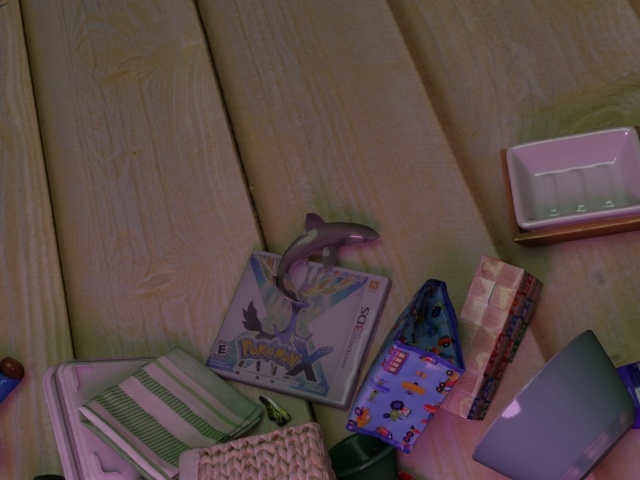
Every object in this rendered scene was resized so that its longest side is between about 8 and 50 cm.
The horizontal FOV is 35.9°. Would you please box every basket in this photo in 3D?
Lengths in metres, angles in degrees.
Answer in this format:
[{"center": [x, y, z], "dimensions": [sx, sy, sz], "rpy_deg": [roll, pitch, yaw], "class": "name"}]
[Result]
[{"center": [-0.076, 0.541, 1.687], "dimensions": [0.267, 0.328, 0.331], "rpy_deg": [-16, 30, 1], "class": "basket"}]

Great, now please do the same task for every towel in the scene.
[{"center": [-0.289, 0.337, 1.935], "dimensions": [0.248, 0.038, 0.325], "rpy_deg": [35, 31, 16], "class": "towel"}]

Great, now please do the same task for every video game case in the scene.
[{"center": [-0.048, 0.181, 2.099], "dimensions": [0.329, 0.036, 0.299], "rpy_deg": [11, 65, 22], "class": "video game case"}]

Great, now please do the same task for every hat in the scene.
[{"center": [0.117, 0.474, 1.878], "dimensions": [0.173, 0.208, 0.183], "rpy_deg": [-31, 99, -26], "class": "hat"}]

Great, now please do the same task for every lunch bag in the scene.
[{"center": [0.161, 0.212, 1.868], "dimensions": [0.138, 0.221, 0.293], "rpy_deg": [24, 29, -7], "class": "lunch bag"}]

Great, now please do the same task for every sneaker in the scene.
[{"center": [-0.100, 0.348, 2.023], "dimensions": [0.083, 0.031, 0.035], "rpy_deg": [35, 76, 30], "class": "sneaker"}]

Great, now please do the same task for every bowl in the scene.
[{"center": [0.429, 0.323, 1.727], "dimensions": [0.311, 0.311, 0.163], "rpy_deg": [-43, 67, -10], "class": "bowl"}]

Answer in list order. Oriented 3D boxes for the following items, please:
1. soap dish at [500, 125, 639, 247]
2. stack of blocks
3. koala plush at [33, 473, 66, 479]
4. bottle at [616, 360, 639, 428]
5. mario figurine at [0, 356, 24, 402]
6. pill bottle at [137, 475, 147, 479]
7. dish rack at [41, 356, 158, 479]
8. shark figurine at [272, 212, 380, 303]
[{"center": [0.530, -0.106, 2.039], "dimensions": [0.291, 0.118, 0.228], "rpy_deg": [-10, 59, 12], "class": "soap dish"}, {"center": [0.319, 0.192, 1.900], "dimensions": [0.087, 0.171, 0.297], "rpy_deg": [21, 87, 27], "class": "stack of blocks"}, {"center": [-0.494, 0.580, 1.930], "dimensions": [0.196, 0.203, 0.221], "rpy_deg": [2, 83, 0], "class": "koala plush"}, {"center": [0.677, 0.257, 1.802], "dimensions": [0.283, 0.092, 0.118], "rpy_deg": [-17, 61, 7], "class": "bottle"}, {"center": [-0.773, 0.379, 2.122], "dimensions": [0.198, 0.170, 0.320], "rpy_deg": [-17, 41, 48], "class": "mario figurine"}, {"center": [-0.342, 0.607, 1.819], "dimensions": [0.176, 0.176, 0.318], "rpy_deg": [23, 86, 27], "class": "pill bottle"}, {"center": [-0.384, 0.364, 1.973], "dimensions": [0.072, 0.286, 0.332], "rpy_deg": [-53, 48, 38], "class": "dish rack"}, {"center": [-0.029, 0.004, 2.115], "dimensions": [0.278, 0.116, 0.166], "rpy_deg": [-34, 46, -26], "class": "shark figurine"}]
